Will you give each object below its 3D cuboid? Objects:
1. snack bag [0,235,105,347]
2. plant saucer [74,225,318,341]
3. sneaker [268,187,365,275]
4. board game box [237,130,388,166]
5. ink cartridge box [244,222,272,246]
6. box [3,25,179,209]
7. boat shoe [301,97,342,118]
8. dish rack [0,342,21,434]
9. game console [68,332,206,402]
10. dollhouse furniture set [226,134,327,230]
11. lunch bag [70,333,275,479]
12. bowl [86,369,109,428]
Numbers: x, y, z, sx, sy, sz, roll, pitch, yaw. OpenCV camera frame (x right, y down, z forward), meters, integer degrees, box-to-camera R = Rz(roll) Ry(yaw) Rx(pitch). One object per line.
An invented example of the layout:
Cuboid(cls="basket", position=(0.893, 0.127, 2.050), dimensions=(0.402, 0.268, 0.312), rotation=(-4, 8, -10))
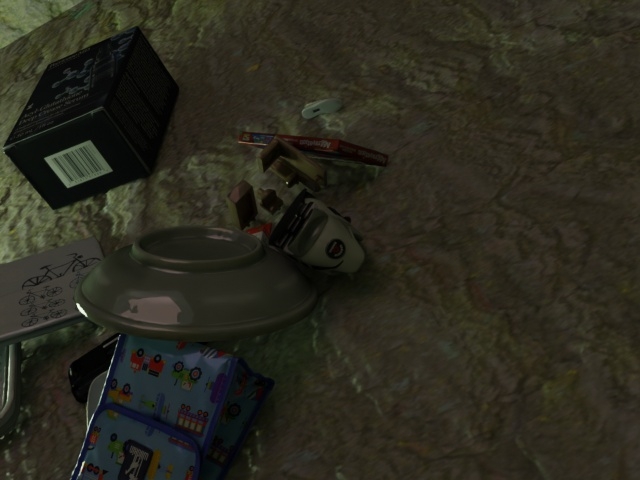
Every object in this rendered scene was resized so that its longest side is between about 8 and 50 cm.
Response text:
Cuboid(cls="snack bag", position=(-0.580, 0.098, 1.908), dimensions=(0.323, 0.037, 0.342), rotation=(-18, 30, -12))
Cuboid(cls="plant saucer", position=(-0.202, 0.049, 1.539), dimensions=(0.400, 0.100, 0.400), rotation=(3, 16, -1))
Cuboid(cls="sneaker", position=(0.000, 0.000, 1.633), dimensions=(0.122, 0.146, 0.330), rotation=(-57, 12, 6))
Cuboid(cls="board game box", position=(-0.018, -0.181, 1.836), dimensions=(0.281, 0.145, 0.027), rotation=(11, 91, 44))
Cuboid(cls="ink cartridge box", position=(-0.132, 0.002, 1.782), dimensions=(0.063, 0.029, 0.115), rotation=(-16, 38, 21))
Cuboid(cls="box", position=(-0.557, -0.310, 2.319), dimensions=(0.293, 0.212, 0.395), rotation=(-19, 36, 19))
Cuboid(cls="boat shoe", position=(0.006, -0.297, 2.040), dimensions=(0.100, 0.035, 0.035), rotation=(-16, 40, 31))
Cuboid(cls="dish rack", position=(-0.690, 0.306, 1.792), dimensions=(0.285, 0.072, 0.333), rotation=(-29, 35, 2))
Cuboid(cls="game console", position=(-0.306, 0.163, 1.708), dimensions=(0.361, 0.044, 0.213), rotation=(-32, 34, -2))
Cuboid(cls="dollhouse furniture set", position=(-0.081, -0.081, 1.777), dimensions=(0.123, 0.144, 0.151), rotation=(36, 70, 17))
Cuboid(cls="lunch bag", position=(-0.239, 0.300, 1.409), dimensions=(0.221, 0.138, 0.293), rotation=(14, 72, 28))
Cuboid(cls="bowl", position=(-0.323, 0.269, 1.578), dimensions=(0.142, 0.053, 0.142), rotation=(-26, 38, 8))
